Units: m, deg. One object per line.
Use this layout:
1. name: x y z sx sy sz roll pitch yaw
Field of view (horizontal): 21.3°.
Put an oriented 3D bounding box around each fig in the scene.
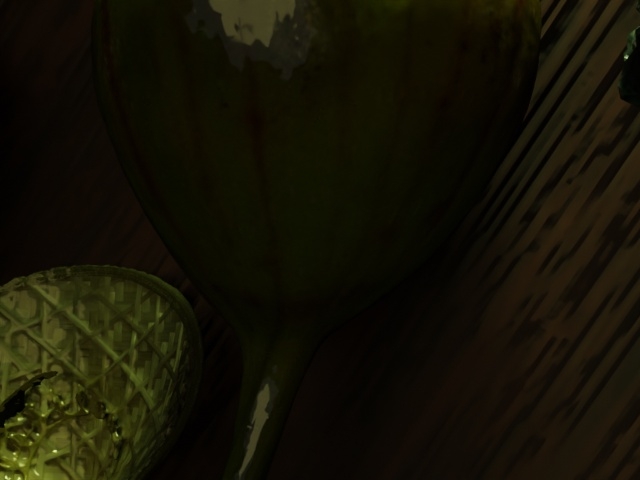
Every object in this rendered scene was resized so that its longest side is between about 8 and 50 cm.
1. fig: 0.000 0.000 0.563 0.151 0.151 0.259 -1 91 23

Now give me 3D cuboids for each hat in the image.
1. hat: -0.102 0.083 0.647 0.146 0.067 0.146 -13 41 11

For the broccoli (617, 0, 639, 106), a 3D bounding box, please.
1. broccoli: 0.215 -0.082 0.439 0.304 0.145 0.164 9 105 41
